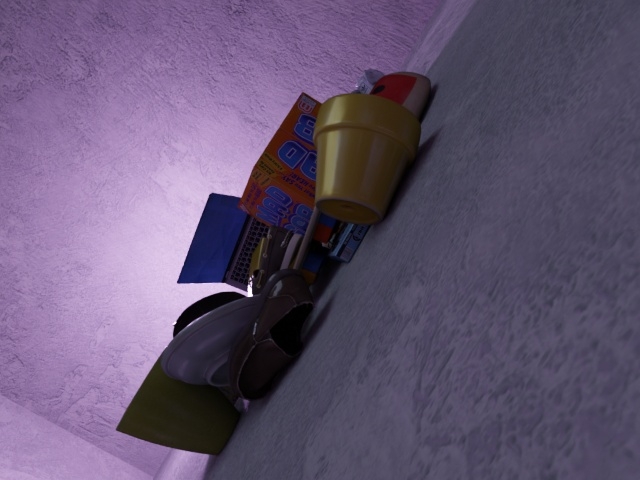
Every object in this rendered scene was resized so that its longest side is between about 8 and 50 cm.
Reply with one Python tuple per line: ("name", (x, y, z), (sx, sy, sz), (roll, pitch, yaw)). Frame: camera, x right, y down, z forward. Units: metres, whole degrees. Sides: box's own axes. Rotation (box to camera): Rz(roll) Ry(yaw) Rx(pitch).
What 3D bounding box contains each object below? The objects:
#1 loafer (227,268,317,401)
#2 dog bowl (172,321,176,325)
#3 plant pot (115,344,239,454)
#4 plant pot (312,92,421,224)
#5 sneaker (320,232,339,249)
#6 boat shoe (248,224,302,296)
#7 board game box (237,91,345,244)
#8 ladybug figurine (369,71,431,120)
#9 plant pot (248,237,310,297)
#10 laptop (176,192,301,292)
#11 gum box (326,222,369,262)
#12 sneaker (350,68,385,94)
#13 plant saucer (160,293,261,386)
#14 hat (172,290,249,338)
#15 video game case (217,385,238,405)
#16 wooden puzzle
("loafer", (-0.119, 0.248, 1.318), (0.130, 0.133, 0.366), (43, 120, 47))
("dog bowl", (-0.409, 0.405, 2.133), (0.102, 0.349, 0.349), (-47, 2, -18))
("plant pot", (-0.399, 0.503, 1.638), (0.275, 0.293, 0.275), (-59, 5, 8))
("plant pot", (0.090, -0.176, 1.298), (0.254, 0.253, 0.239), (138, 148, -72))
("sneaker", (0.029, 0.005, 1.802), (0.109, 0.043, 0.040), (-49, 9, 51))
("boat shoe", (-0.150, 0.105, 1.596), (0.324, 0.096, 0.116), (-67, -5, 27))
("board game box", (-0.037, -0.228, 1.998), (0.356, 0.356, 0.356), (-61, 6, -24))
("ladybug figurine", (0.185, -0.348, 1.682), (0.449, 0.161, 0.305), (-62, 7, -30))
("plant pot", (-0.142, 0.136, 1.876), (0.212, 0.212, 0.187), (133, 155, -65))
("laptop", (-0.285, 0.048, 2.181), (0.236, 0.407, 0.382), (-80, 13, -78))
("gum box", (0.081, -0.018, 1.468), (0.157, 0.041, 0.184), (-61, 6, -5))
("sneaker", (0.208, -0.507, 2.071), (0.137, 0.210, 0.366), (-53, 8, 46))
("plant saucer", (-0.220, 0.295, 1.486), (0.400, 0.101, 0.400), (-23, -29, -14))
("hat", (-0.311, 0.325, 1.720), (0.331, 0.331, 0.134), (-57, 8, 15))
("video game case", (-0.398, 0.541, 1.826), (0.026, 0.227, 0.206), (-12, 43, 53))
("wooden puzzle", (0.000, 0.000, 1.610), (0.322, 0.080, 0.348), (-45, -20, -77))
